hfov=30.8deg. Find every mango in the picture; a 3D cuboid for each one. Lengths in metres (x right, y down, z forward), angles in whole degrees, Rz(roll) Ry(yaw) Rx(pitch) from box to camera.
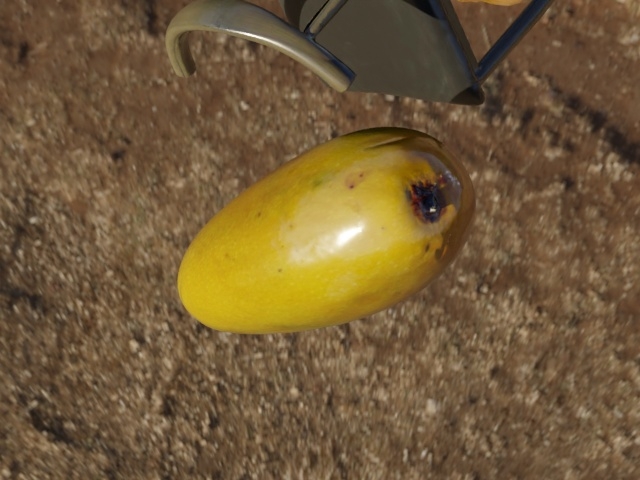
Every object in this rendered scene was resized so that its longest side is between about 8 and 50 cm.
[{"bbox_3d":[0.000,0.000,0.767,0.113,0.253,0.138,57,43,-10],"label":"mango"}]

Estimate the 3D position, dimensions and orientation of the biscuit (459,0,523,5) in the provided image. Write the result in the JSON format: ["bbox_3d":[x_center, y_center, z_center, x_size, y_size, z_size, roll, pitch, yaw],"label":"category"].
[{"bbox_3d":[0.102,-0.227,0.501,0.277,0.262,0.052,-12,50,37],"label":"biscuit"}]

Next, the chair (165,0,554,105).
[{"bbox_3d":[0.034,-0.178,0.865,0.188,0.166,0.272,14,54,46],"label":"chair"}]
